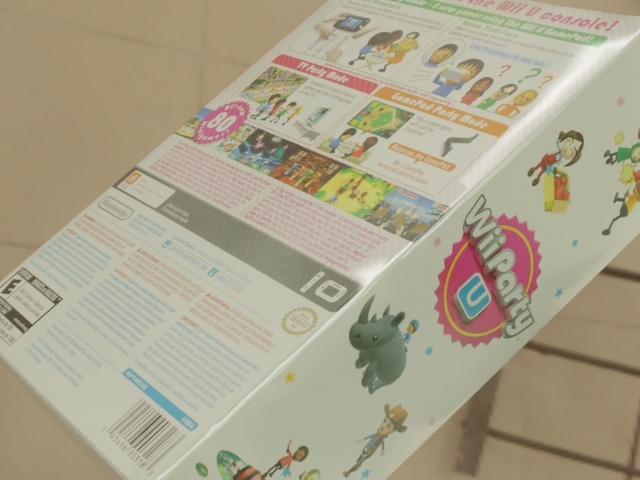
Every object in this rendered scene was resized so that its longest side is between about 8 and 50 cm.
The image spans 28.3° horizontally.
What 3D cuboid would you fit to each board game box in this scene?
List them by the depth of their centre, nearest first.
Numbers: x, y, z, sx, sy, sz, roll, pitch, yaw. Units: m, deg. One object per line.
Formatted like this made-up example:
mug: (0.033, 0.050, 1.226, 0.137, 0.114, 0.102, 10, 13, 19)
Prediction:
board game box: (0.000, 0.000, 0.624, 0.303, 0.224, 0.097, -42, 125, -15)
